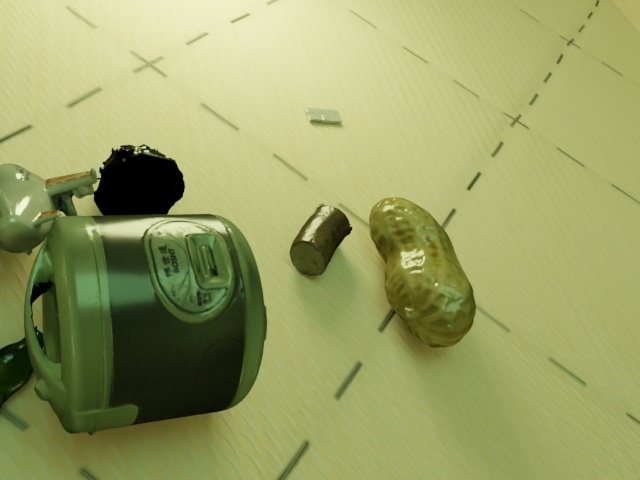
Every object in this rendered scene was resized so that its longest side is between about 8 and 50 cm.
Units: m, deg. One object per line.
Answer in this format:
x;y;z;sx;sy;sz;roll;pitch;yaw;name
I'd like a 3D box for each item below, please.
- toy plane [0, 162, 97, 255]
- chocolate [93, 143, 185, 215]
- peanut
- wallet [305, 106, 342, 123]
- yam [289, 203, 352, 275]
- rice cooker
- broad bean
-0.438;-0.052;0.926;0.245;0.117;0.244;-13;24;6;toy plane
-0.322;-0.112;1.089;0.156;0.156;0.133;-12;42;-34;chocolate
0.179;0.050;1.186;0.153;0.140;0.325;-13;55;-15;peanut
0.006;-0.286;1.478;0.083;0.011;0.044;-1;53;-28;wallet
-0.001;-0.003;1.181;0.084;0.084;0.127;32;42;3;yam
-0.234;0.096;0.841;0.277;0.288;0.288;-1;52;-27;rice cooker
-0.419;0.186;0.829;0.061;0.046;0.195;29;46;13;broad bean
